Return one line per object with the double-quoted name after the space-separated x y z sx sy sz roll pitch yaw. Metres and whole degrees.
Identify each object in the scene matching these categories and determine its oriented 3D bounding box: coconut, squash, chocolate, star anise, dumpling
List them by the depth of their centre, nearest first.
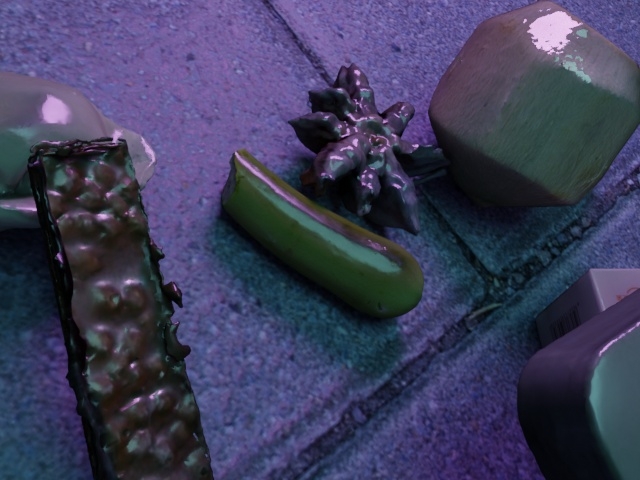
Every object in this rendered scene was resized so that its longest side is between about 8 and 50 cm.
-0.155 0.085 0.532 0.102 0.065 0.329 -14 94 -41 "chocolate"
-0.264 -0.071 0.584 0.250 0.132 0.162 6 55 -26 "dumpling"
0.000 0.000 0.727 0.250 0.083 0.083 33 51 -4 "squash"
0.053 -0.103 0.804 0.236 0.093 0.229 -26 78 -46 "star anise"
0.259 -0.157 0.875 0.245 0.247 0.245 32 20 -13 "coconut"

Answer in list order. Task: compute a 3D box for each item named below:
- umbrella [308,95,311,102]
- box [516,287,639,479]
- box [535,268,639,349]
0.040 -0.162 0.887 0.122 0.013 0.022 23 66 -15 "umbrella"
0.390 0.200 0.556 0.397 0.111 0.395 -23 84 -26 "box"
0.398 0.209 0.745 0.225 0.143 0.341 0 61 -10 "box"
